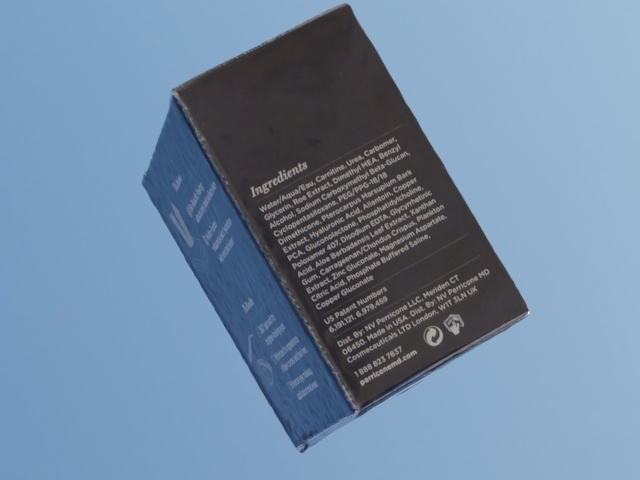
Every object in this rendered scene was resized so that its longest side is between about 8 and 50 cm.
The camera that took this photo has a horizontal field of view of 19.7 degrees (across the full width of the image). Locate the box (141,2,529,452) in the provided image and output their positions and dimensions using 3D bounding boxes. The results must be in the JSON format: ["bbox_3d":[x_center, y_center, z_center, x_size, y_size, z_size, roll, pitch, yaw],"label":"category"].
[{"bbox_3d":[0.000,0.000,0.836,0.093,0.156,0.158,-29,-95,-15],"label":"box"}]
